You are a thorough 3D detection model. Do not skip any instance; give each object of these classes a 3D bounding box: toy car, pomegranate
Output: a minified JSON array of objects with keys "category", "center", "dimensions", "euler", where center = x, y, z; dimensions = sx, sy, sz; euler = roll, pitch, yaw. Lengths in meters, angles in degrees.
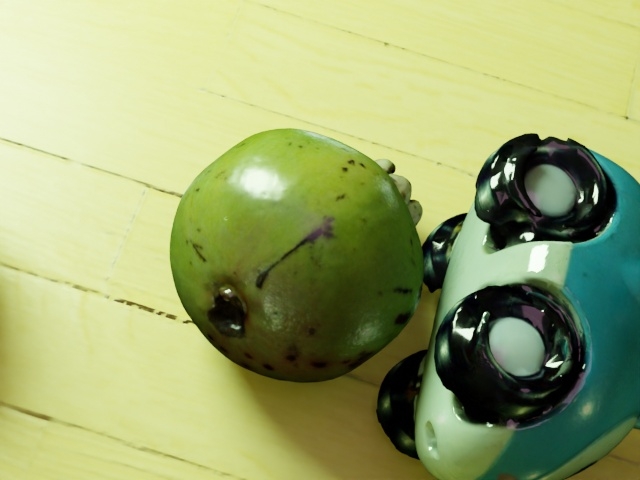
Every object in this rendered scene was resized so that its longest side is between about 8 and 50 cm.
[{"category":"toy car","center":[0.161,0.060,0.763],"dimensions":[0.190,0.188,0.255],"euler":[22,63,-5]},{"category":"pomegranate","center":[-0.014,-0.004,0.789],"dimensions":[0.179,0.179,0.210],"euler":[13,39,0]}]
